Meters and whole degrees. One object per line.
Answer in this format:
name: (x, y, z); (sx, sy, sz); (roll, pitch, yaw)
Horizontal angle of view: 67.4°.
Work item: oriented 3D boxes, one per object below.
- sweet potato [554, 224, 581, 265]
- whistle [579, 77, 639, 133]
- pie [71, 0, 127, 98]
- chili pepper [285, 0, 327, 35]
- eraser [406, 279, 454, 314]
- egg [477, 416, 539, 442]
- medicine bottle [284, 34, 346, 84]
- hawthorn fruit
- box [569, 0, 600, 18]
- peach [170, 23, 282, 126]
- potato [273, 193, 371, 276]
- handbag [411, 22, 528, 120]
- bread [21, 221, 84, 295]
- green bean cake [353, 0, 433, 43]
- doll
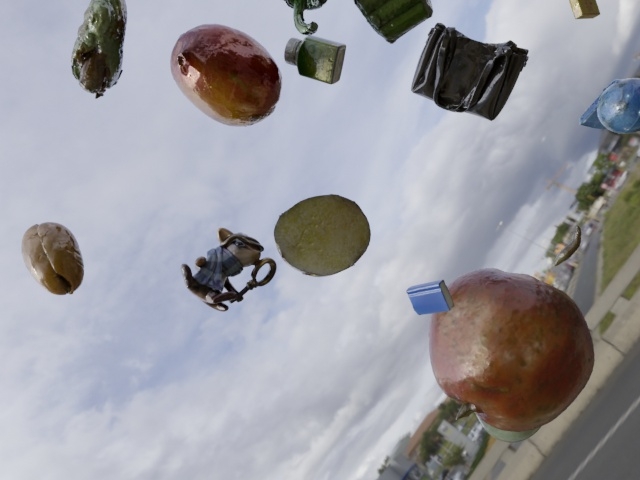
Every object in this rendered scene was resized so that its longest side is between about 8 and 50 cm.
sweet potato: (0.822, 0.025, 1.582); (0.038, 0.042, 0.153); (-73, 6, -69)
whistle: (0.467, -0.198, 0.747); (0.090, 0.090, 0.158); (-49, -13, -16)
pie: (-0.564, -0.525, 1.256); (0.257, 0.106, 0.274); (-103, 30, -62)
chili pepper: (-0.035, -0.576, 1.042); (0.165, 0.174, 0.260); (23, -104, -35)
eraser: (0.231, 0.121, 1.014); (0.085, 0.063, 0.027); (-19, 9, 44)
egg: (0.644, 0.499, 1.627); (0.259, 0.259, 0.351); (13, -101, -63)
medicine bottle: (-0.021, -0.620, 1.629); (0.088, 0.189, 0.131); (-50, -24, -52)
hawthorn fruit: (0.444, 0.282, 1.209); (0.403, 0.403, 0.402); (-41, -30, -30)
box: (0.586, -0.583, 1.095); (0.087, 0.154, 0.023); (-20, 1, -36)
peach: (-0.313, -0.545, 1.584); (0.373, 0.372, 0.290); (-29, -7, -45)
potato: (0.000, 0.000, 1.397); (0.299, 0.239, 0.116); (-26, -14, -25)
handbag: (0.422, -0.488, 1.389); (0.257, 0.286, 0.113); (96, -162, -65)
bread: (-0.596, 0.034, 1.069); (0.114, 0.189, 0.077); (-25, -21, -26)
green bean cake: (0.175, -0.797, 1.459); (0.319, 0.218, 0.334); (42, -143, -35)
doll: (-0.358, 0.117, 1.875); (0.339, 0.209, 0.317); (-55, -50, -29)
